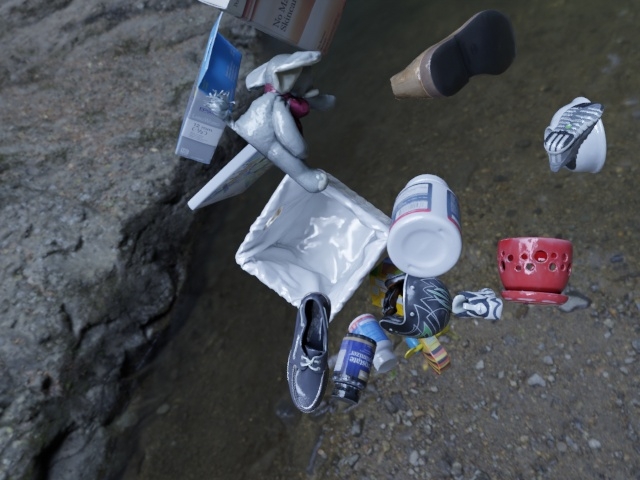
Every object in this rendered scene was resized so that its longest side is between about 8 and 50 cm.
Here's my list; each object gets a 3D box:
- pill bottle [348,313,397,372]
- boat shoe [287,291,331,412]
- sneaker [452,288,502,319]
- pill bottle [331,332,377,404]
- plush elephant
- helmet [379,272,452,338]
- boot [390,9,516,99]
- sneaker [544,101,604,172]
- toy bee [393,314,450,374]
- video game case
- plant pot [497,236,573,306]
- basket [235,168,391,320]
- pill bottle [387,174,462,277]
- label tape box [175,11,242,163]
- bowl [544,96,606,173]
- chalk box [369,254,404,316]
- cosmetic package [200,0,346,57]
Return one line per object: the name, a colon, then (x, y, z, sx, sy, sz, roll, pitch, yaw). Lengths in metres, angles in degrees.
pill bottle: (0.214, 0.413, 1.933, 0.124, 0.124, 0.221, -37, 49, 3)
boat shoe: (-0.021, 0.189, 0.814, 0.075, 0.065, 0.206, 6, 84, 10)
sneaker: (0.514, 0.211, 1.651, 0.153, 0.094, 0.235, 8, 11, 4)
pill bottle: (0.111, 0.439, 1.650, 0.123, 0.123, 0.219, -4, 58, 39)
plush elephant: (-0.081, -0.325, 1.165, 0.255, 0.330, 0.272, -51, 33, 3)
helmet: (0.227, 0.150, 1.129, 0.161, 0.169, 0.169, -25, 34, 47)
boot: (0.243, -0.326, 0.861, 0.305, 0.112, 0.115, -33, 19, -32)
sneaker: (0.673, -0.264, 1.291, 0.229, 0.132, 0.086, -40, 42, -19)
toy bee: (0.359, 0.344, 1.737, 0.298, 0.162, 0.195, 33, 68, 12)
video game case: (-0.244, -0.231, 1.588, 0.329, 0.036, 0.300, -37, 0, 28)
plant pot: (0.581, 0.088, 1.318, 0.191, 0.191, 0.174, 1, 80, 42)
basket: (0.000, 0.000, 1.385, 0.328, 0.331, 0.266, -56, -6, 15)
pill bottle: (0.167, -0.033, 0.763, 0.108, 0.108, 0.180, -20, 23, 24)
label tape box: (-0.302, -0.422, 1.366, 0.348, 0.115, 0.249, -44, 36, 50)
bowl: (0.951, -0.384, 1.841, 0.134, 0.298, 0.298, -14, 40, 8)
chalk box: (0.271, 0.116, 1.531, 0.132, 0.132, 0.213, 20, 44, 36)
cosmetic package: (-0.099, -0.539, 1.074, 0.129, 0.296, 0.153, 38, 113, 39)
